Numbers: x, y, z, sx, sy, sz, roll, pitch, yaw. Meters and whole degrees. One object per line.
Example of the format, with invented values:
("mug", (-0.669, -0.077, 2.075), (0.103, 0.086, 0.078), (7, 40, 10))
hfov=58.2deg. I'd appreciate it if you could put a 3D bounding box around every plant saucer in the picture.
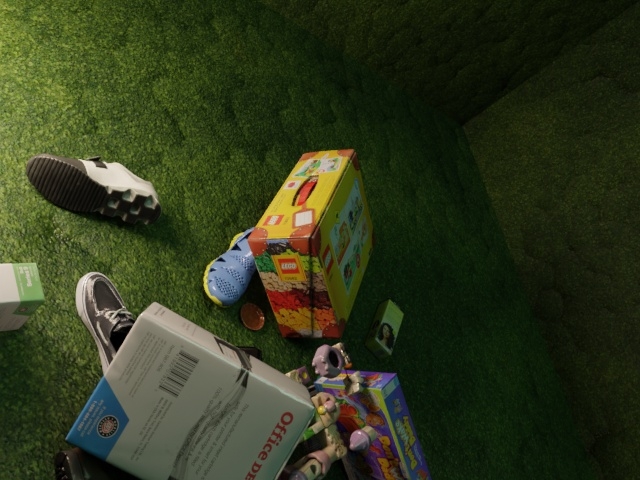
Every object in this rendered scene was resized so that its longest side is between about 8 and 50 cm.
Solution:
("plant saucer", (-0.200, 0.222, 1.665), (0.084, 0.013, 0.083), (29, 43, -31))

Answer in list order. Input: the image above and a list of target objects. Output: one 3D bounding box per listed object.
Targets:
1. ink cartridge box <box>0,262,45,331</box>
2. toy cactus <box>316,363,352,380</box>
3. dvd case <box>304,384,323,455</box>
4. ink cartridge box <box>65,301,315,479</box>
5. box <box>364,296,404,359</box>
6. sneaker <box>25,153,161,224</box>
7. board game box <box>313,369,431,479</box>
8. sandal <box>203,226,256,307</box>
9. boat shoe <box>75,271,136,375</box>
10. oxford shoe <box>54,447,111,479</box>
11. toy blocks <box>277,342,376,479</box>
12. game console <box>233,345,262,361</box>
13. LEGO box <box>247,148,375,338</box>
("ink cartridge box", (-0.668, 0.115, 1.096), (0.212, 0.154, 0.093), (-3, 65, -49))
("toy cactus", (0.047, 0.454, 1.705), (0.219, 0.112, 0.180), (58, 45, -12))
("dvd case", (0.012, 0.510, 1.607), (0.165, 0.018, 0.221), (-12, 90, -43))
("ink cartridge box", (-0.253, 0.352, 1.182), (0.395, 0.285, 0.166), (31, -2, -8))
("box", (0.230, 0.310, 2.047), (0.087, 0.058, 0.232), (45, 37, -14))
("sneaker", (-0.573, -0.148, 1.465), (0.331, 0.122, 0.146), (23, 29, -35))
("board game box", (0.142, 0.520, 1.542), (0.078, 0.233, 0.347), (-30, 105, -44))
("sandal", (-0.227, 0.060, 1.659), (0.126, 0.138, 0.317), (44, 39, -19))
("boat shoe", (-0.464, 0.199, 1.307), (0.108, 0.102, 0.301), (-2, 65, -49))
("oxford shoe", (-0.436, 0.510, 1.116), (0.096, 0.083, 0.227), (4, 61, -52))
("toy blocks", (-0.058, 0.451, 1.394), (0.260, 0.309, 0.288), (-9, 69, -58))
("game console", (-0.249, 0.422, 1.335), (0.213, 0.044, 0.361), (1, 65, 2))
("LEGO box", (0.000, 0.000, 1.782), (0.500, 0.193, 0.372), (-64, 145, -51))
